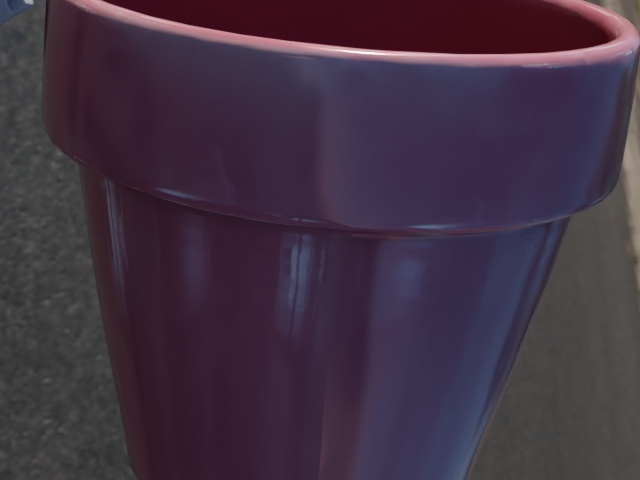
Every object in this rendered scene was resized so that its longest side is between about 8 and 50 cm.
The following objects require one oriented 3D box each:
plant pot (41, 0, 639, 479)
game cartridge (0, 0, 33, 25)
[{"bbox_3d":[0.000,0.000,0.488,0.201,0.201,0.180,-48,146,-66],"label":"plant pot"},{"bbox_3d":[-0.171,-0.131,0.623,0.083,0.056,0.017,65,14,4],"label":"game cartridge"}]
